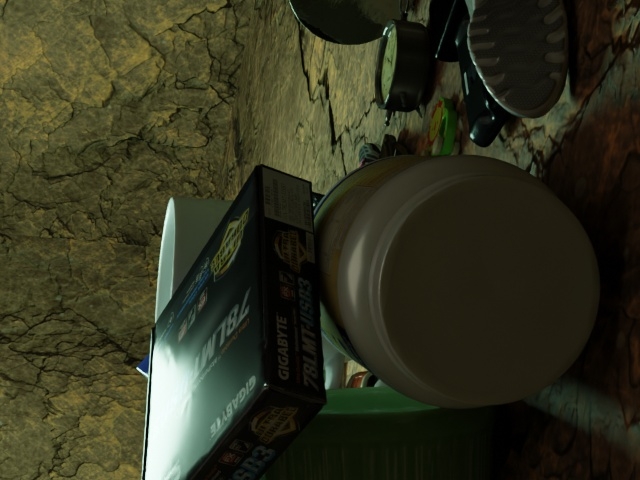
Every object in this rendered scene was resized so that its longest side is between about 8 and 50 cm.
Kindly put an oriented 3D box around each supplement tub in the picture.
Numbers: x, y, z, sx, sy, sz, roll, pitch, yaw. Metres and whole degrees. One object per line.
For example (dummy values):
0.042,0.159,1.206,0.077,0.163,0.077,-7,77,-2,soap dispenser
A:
0.119,0.034,1.351,0.331,0.241,0.241,-161,76,-79,supplement tub

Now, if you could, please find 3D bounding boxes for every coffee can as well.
0.030,-0.443,2.152,0.275,0.202,0.201,-108,25,-64,coffee can

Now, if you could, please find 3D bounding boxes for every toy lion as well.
0.159,-0.145,1.798,0.100,0.034,0.096,135,147,-73,toy lion

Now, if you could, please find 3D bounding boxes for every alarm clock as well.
0.120,-0.268,1.960,0.129,0.064,0.192,139,133,-75,alarm clock

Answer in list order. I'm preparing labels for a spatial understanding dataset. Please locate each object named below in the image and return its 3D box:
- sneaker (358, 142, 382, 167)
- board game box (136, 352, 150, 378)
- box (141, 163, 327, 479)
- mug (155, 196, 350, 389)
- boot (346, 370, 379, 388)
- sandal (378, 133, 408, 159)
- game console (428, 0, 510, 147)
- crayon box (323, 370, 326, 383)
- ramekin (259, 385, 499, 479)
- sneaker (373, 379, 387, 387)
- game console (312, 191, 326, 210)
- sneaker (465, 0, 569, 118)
0.066,-0.092,2.128,0.063,0.075,0.170,107,165,-46,sneaker
-0.091,0.250,1.803,0.078,0.233,0.347,-48,22,-11,board game box
-0.096,0.122,1.404,0.295,0.073,0.293,-53,27,39,box
-0.080,0.122,2.115,0.276,0.328,0.374,111,160,-56,mug
0.064,0.268,2.022,0.084,0.059,0.157,144,132,-69,boot
0.108,-0.111,2.016,0.180,0.049,0.072,-72,-2,-69,sandal
0.188,-0.260,1.668,0.213,0.044,0.361,106,165,-50,game console
-0.055,0.256,2.449,0.323,0.083,0.203,175,101,-78,crayon box
0.048,0.247,1.502,0.303,0.304,0.148,172,96,-79,ramekin
0.038,0.316,1.891,0.090,0.145,0.270,163,112,-78,sneaker
0.000,0.000,2.418,0.085,0.124,0.144,-45,-32,-64,game console
0.213,-0.237,1.468,0.115,0.105,0.281,53,-156,-52,sneaker
